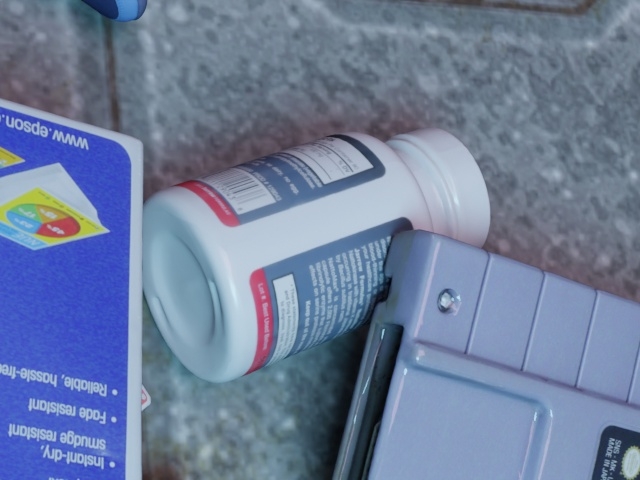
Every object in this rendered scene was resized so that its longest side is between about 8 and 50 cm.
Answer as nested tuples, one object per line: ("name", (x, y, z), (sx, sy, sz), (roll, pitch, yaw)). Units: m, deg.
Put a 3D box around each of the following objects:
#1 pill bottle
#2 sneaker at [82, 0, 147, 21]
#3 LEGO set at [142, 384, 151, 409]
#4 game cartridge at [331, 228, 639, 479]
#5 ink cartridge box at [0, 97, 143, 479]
("pill bottle", (0.000, 0.000, 0.819), (0.180, 0.108, 0.108), (-19, 85, -29))
("sneaker", (-0.159, -0.165, 0.820), (0.144, 0.053, 0.059), (40, 61, -1))
("LEGO set", (-0.146, 0.056, 0.720), (0.244, 0.060, 0.182), (58, 32, -4))
("game cartridge", (0.100, 0.194, 0.785), (0.230, 0.068, 0.355), (17, 82, -24))
("ink cartridge box", (-0.212, 0.062, 0.563), (0.303, 0.072, 0.307), (16, 58, -32))
